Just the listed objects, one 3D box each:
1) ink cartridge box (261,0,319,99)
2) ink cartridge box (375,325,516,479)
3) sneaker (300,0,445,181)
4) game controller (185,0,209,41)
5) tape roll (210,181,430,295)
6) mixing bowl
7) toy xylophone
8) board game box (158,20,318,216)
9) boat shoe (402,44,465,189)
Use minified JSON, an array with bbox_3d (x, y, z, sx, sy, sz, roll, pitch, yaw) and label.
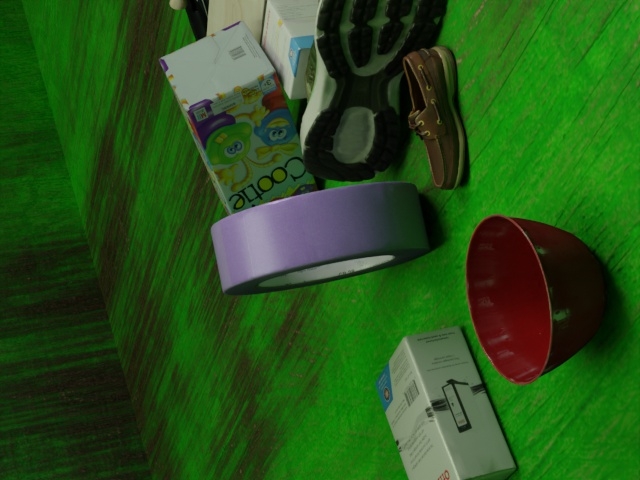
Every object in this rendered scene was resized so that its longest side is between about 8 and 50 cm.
[{"bbox_3d":[-0.023,-0.285,2.038,0.092,0.090,0.143,102,150,-43],"label":"ink cartridge box"},{"bbox_3d":[0.155,0.234,1.805,0.148,0.086,0.203,116,139,-57],"label":"ink cartridge box"},{"bbox_3d":[0.044,-0.274,1.822,0.182,0.158,0.410,-102,22,-43],"label":"sneaker"},{"bbox_3d":[-0.192,-0.416,2.349,0.166,0.067,0.319,50,164,40],"label":"game controller"},{"bbox_3d":[0.000,0.000,1.842,0.275,0.275,0.090,153,107,-68],"label":"tape roll"},{"bbox_3d":[0.238,0.055,1.500,0.181,0.098,0.181,171,90,-68],"label":"mixing bowl"},{"bbox_3d":[-0.121,-0.389,2.158,0.236,0.081,0.322,43,144,18],"label":"toy xylophone"},{"bbox_3d":[-0.118,-0.164,2.133,0.144,0.142,0.275,59,173,45],"label":"board game box"},{"bbox_3d":[0.135,-0.147,1.732,0.064,0.060,0.177,-176,78,-69],"label":"boat shoe"}]
